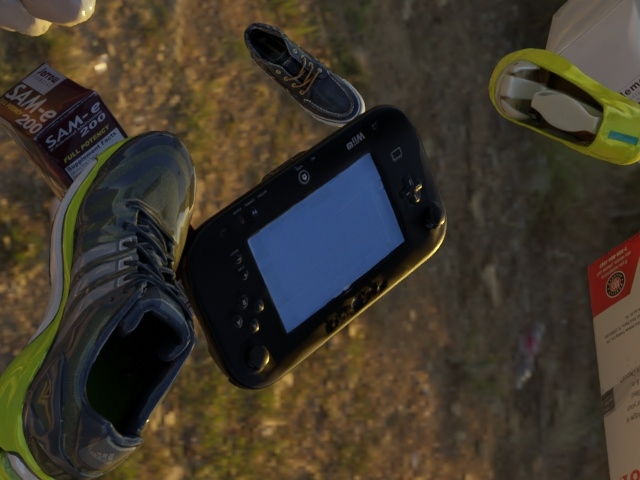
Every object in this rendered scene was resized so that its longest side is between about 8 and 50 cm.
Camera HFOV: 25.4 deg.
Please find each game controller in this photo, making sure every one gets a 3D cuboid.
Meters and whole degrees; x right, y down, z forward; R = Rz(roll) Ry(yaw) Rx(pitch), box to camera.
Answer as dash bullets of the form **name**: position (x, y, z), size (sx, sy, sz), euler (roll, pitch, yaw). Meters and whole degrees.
- **game controller**: position (0.000, 0.000, 1.342), size (0.319, 0.067, 0.166), euler (-37, 123, -36)

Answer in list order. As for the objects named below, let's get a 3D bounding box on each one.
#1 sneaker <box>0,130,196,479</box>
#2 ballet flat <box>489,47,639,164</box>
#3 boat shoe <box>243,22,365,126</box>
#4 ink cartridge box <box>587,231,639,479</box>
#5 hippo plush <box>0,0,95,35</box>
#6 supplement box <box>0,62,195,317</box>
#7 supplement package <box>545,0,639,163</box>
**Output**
- **sneaker**: position (-0.133, 0.045, 1.014), size (0.111, 0.121, 0.300), euler (37, 52, -36)
- **ballet flat**: position (0.214, -0.132, 1.330), size (0.077, 0.231, 0.077), euler (3, 110, -35)
- **boat shoe**: position (-0.026, -0.215, 1.862), size (0.065, 0.183, 0.083), euler (-54, 166, 0)
- **ink cartridge box**: position (0.364, 0.117, 1.340), size (0.114, 0.197, 0.273), euler (14, 59, -23)
- **hippo plush**: position (-0.239, -0.340, 1.473), size (0.236, 0.234, 0.294), euler (-6, 58, -47)
- **supplement box**: position (-0.191, -0.040, 1.304), size (0.073, 0.130, 0.239), euler (-41, 123, -13)
- **supplement package**: position (0.450, -0.211, 1.821), size (0.293, 0.175, 0.177), euler (41, 33, -12)
